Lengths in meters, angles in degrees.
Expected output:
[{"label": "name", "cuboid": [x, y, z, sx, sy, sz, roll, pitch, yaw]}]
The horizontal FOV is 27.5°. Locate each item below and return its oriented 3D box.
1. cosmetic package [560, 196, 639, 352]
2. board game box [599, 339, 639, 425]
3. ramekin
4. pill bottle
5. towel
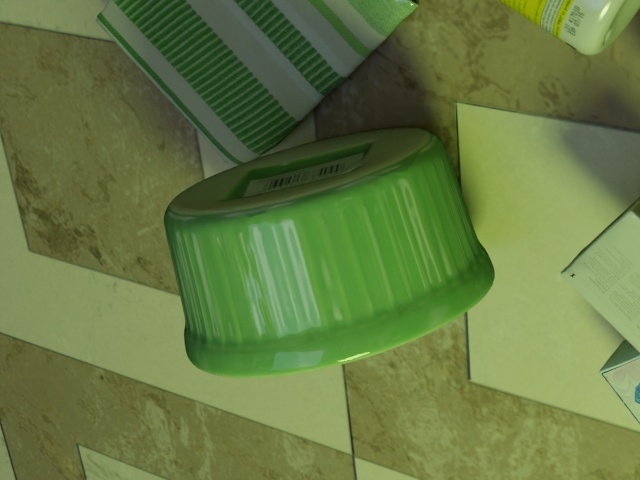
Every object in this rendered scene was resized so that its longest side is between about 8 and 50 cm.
[{"label": "cosmetic package", "cuboid": [0.324, 0.074, 1.092, 0.239, 0.060, 0.099, 46, 131, 6]}, {"label": "board game box", "cuboid": [0.462, 0.170, 1.138, 0.318, 0.066, 0.319, 53, 135, -3]}, {"label": "ramekin", "cuboid": [0.000, 0.000, 1.234, 0.303, 0.303, 0.148, -4, 108, 40]}, {"label": "pill bottle", "cuboid": [0.164, -0.251, 1.054, 0.215, 0.117, 0.117, 36, 134, 14]}, {"label": "towel", "cuboid": [-0.075, -0.235, 1.317, 0.248, 0.038, 0.325, 48, 134, 0]}]
